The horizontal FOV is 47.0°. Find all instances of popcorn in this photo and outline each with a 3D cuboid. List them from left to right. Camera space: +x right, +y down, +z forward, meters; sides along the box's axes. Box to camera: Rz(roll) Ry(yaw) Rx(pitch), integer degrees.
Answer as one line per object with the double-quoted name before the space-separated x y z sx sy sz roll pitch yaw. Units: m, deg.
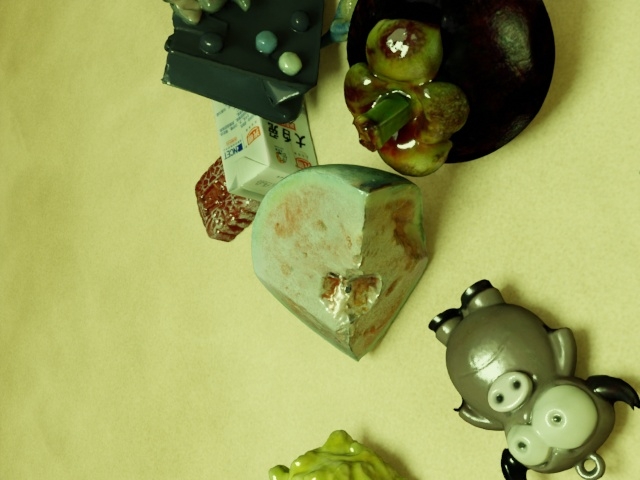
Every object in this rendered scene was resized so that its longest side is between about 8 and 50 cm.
"popcorn" 0.012 0.380 0.979 0.217 0.181 0.234 -37 51 32

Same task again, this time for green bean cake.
"green bean cake" -0.164 -0.081 1.317 0.135 0.056 0.135 -39 57 28

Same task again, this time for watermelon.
"watermelon" 0.033 -0.003 1.002 0.188 0.175 0.321 37 136 26

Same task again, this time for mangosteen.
"mangosteen" 0.137 -0.207 0.901 0.275 0.274 0.302 10 47 42

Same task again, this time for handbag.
"handbag" -0.127 -0.366 1.156 0.118 0.269 0.325 131 147 -53

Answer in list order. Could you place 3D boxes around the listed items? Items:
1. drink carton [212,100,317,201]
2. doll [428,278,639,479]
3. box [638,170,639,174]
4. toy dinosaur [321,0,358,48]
"drink carton" -0.102 -0.222 1.241 0.107 0.131 0.314 -30 62 36
"doll" 0.239 0.166 0.865 0.182 0.117 0.257 -46 52 19
"box" 0.481 -0.055 0.696 0.225 0.118 0.225 -48 54 25
"toy dinosaur" 0.043 -0.391 1.197 0.188 0.075 0.247 17 94 57
